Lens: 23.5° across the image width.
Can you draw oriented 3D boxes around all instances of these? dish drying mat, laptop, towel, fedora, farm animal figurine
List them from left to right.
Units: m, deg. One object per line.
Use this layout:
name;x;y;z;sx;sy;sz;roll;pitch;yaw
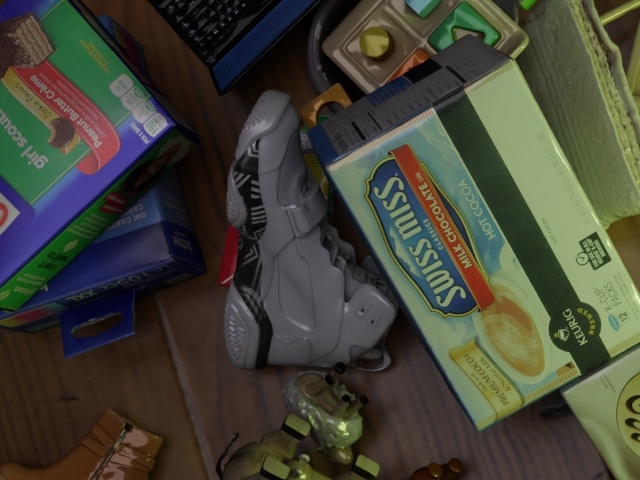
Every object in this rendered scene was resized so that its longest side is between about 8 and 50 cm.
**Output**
dish drying mat;-0.110;0.018;1.975;0.032;0.008;0.083;8;84;16
laptop;-0.104;-0.338;1.956;0.234;0.136;0.264;-43;75;7
farm animal figurine;0.006;0.347;1.777;0.327;0.330;0.172;44;136;6
fedora;0.123;-0.244;1.897;0.275;0.124;0.243;-33;74;14
towel;0.300;-0.146;1.819;0.049;0.187;0.282;-12;79;-25

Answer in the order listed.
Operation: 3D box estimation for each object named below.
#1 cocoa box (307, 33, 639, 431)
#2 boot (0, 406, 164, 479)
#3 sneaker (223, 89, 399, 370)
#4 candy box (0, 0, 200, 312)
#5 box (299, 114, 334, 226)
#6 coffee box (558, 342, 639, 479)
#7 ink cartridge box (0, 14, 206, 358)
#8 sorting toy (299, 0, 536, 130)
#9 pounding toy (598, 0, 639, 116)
cocoa box;0.169;-0.014;1.694;0.228;0.231;0.347;-30;104;2
boot;-0.305;0.280;1.956;0.197;0.073;0.152;24;86;9
sneaker;0.000;0.000;1.840;0.210;0.137;0.366;8;116;8
candy box;-0.352;-0.115;1.843;0.317;0.122;0.268;-43;75;5
box;-0.034;-0.074;1.953;0.105;0.043;0.179;0;80;13
coffee box;0.405;0.232;1.705;0.168;0.119;0.297;-31;99;8
ink cartridge box;-0.317;-0.050;1.967;0.270;0.151;0.395;-19;79;10
sorting toy;0.116;-0.233;1.804;0.347;0.047;0.196;-47;72;10
pounding toy;0.415;-0.222;1.844;0.181;0.094;0.206;11;66;16
